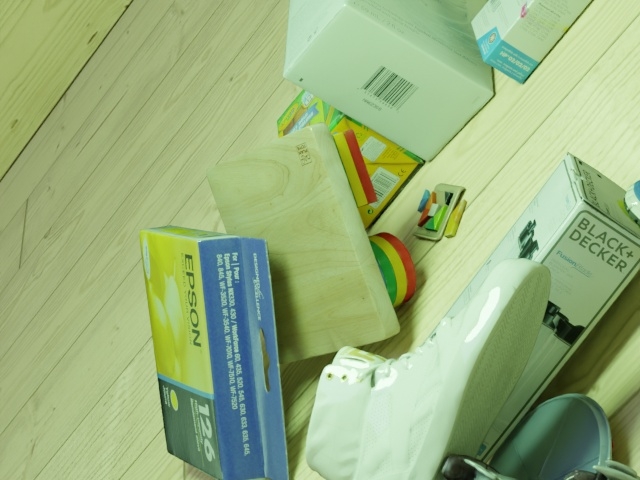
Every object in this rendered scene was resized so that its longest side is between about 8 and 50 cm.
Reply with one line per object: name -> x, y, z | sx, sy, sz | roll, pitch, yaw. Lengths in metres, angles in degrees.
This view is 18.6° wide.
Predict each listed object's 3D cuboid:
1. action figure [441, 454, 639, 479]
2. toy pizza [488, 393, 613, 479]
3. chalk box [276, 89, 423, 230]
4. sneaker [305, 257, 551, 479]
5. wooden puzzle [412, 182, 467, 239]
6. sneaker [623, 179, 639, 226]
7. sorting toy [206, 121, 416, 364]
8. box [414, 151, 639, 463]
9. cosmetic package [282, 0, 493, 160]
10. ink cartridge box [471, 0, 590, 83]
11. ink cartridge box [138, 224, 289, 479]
action figure -> 0.196, 0.269, 1.646 | 0.285, 0.099, 0.185 | 17, 75, 50
toy pizza -> 0.207, 0.236, 1.799 | 0.201, 0.032, 0.201 | -47, 26, 32
chalk box -> 0.033, -0.139, 2.502 | 0.132, 0.132, 0.213 | -50, 24, 23
sneaker -> 0.085, 0.119, 1.802 | 0.169, 0.108, 0.292 | 33, 103, 31
wooden puzzle -> 0.138, -0.035, 2.306 | 0.116, 0.014, 0.078 | -2, 61, 65
sneaker -> 0.377, -0.011, 1.648 | 0.147, 0.130, 0.330 | -45, 24, -2
sorting toy -> 0.000, 0.000, 2.310 | 0.257, 0.089, 0.255 | -18, 92, 57
box -> 0.197, 0.070, 1.906 | 0.290, 0.087, 0.169 | -55, 9, 15
cosmetic package -> 0.085, -0.258, 2.411 | 0.138, 0.224, 0.224 | -47, 26, 32
ink cartridge box -> 0.260, -0.286, 2.281 | 0.181, 0.062, 0.104 | -51, 24, 24
ink cartridge box -> -0.135, 0.140, 2.415 | 0.307, 0.072, 0.303 | -171, 75, -69
